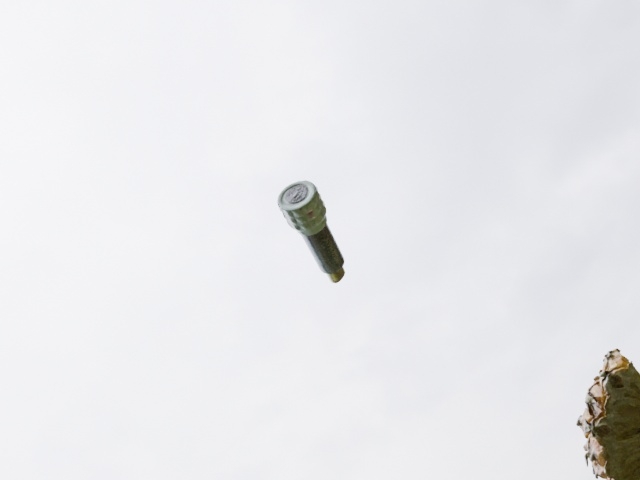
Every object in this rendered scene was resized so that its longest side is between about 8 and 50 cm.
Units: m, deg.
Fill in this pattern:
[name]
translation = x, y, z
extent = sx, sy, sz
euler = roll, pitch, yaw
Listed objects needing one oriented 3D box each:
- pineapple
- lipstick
[pineapple]
translation = 0.139, 0.091, 0.310
extent = 0.045, 0.019, 0.083
euler = -33, -83, 1
[lipstick]
translation = 0.000, 0.000, 0.616
extent = 0.037, 0.037, 0.116
euler = -38, -47, -11
